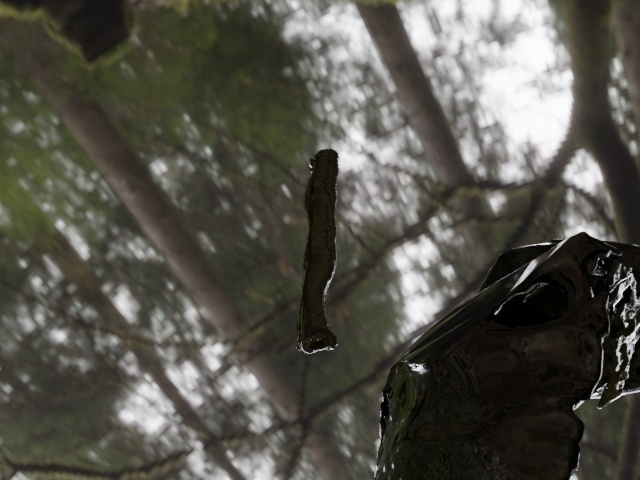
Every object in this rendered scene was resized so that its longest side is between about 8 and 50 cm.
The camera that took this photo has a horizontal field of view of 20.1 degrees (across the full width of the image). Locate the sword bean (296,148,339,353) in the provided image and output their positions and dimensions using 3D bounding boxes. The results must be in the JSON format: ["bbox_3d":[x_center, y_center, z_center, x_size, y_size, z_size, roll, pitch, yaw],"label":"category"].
[{"bbox_3d":[0.000,0.000,0.457,0.012,0.012,0.083,-12,-146,12],"label":"sword bean"}]

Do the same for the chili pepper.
[{"bbox_3d":[0.092,0.060,0.808,0.148,0.264,0.116,-23,-80,29],"label":"chili pepper"}]
